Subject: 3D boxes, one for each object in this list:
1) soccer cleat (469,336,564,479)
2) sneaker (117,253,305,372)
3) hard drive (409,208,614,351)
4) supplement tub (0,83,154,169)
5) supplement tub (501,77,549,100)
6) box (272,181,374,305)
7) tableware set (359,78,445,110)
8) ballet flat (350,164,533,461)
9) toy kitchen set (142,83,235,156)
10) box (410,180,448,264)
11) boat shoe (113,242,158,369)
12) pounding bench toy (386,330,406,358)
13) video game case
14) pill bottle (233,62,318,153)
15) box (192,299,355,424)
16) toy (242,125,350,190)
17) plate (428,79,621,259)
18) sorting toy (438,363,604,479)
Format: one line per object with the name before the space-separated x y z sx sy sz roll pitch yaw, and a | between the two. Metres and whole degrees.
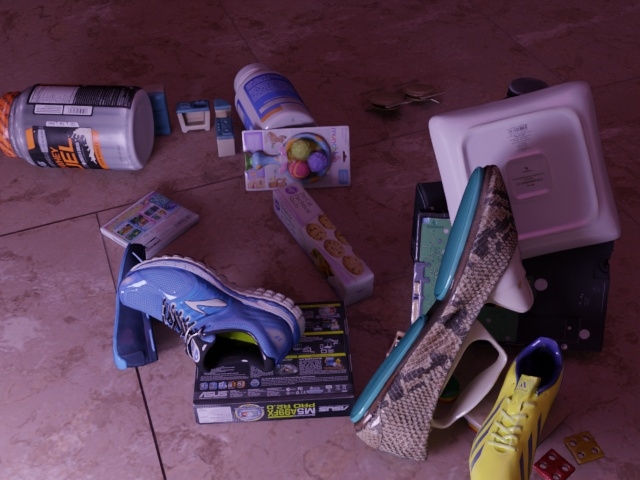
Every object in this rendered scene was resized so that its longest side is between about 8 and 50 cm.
soccer cleat | 0.296 0.263 1.127 0.093 0.121 0.289 19 47 20
sneaker | -0.199 0.130 1.254 0.329 0.130 0.147 15 45 14
hard drive | 0.333 0.069 1.329 0.338 0.237 0.064 2 10 4
supplement tub | -0.558 -0.261 1.718 0.315 0.194 0.194 2 43 4
supplement tub | 0.362 -0.191 1.354 0.105 0.198 0.106 -1 39 1
box | 0.000 0.000 1.523 0.067 0.063 0.324 -19 46 -20
tableware set | 0.212 -0.362 1.921 0.194 0.039 0.128 -18 34 -25
ballet flat | 0.223 0.128 1.184 0.181 0.483 0.164 26 2 1
toy kitchen set | -0.314 -0.285 1.788 0.207 0.122 0.166 -7 44 -5
box | 0.316 -0.024 1.454 0.261 0.184 0.103 -5 44 -5
boat shoe | -0.331 0.123 1.393 0.088 0.109 0.259 0 59 -9
pounding bench toy | 0.150 0.188 1.306 0.052 0.083 0.065 16 47 18
video game case | -0.364 -0.035 1.602 0.143 0.019 0.157 27 51 27
pill bottle | -0.117 -0.312 1.791 0.152 0.152 0.272 -15 45 -14
box | -0.080 0.208 1.309 0.269 0.060 0.216 -3 43 -2
toy | -0.053 -0.177 1.655 0.237 0.137 0.056 -2 17 1
plate | 0.344 -0.106 1.253 0.277 0.278 0.045 -13 2 5
sorting toy | 0.319 0.292 1.220 0.132 0.046 0.274 -33 51 -29
